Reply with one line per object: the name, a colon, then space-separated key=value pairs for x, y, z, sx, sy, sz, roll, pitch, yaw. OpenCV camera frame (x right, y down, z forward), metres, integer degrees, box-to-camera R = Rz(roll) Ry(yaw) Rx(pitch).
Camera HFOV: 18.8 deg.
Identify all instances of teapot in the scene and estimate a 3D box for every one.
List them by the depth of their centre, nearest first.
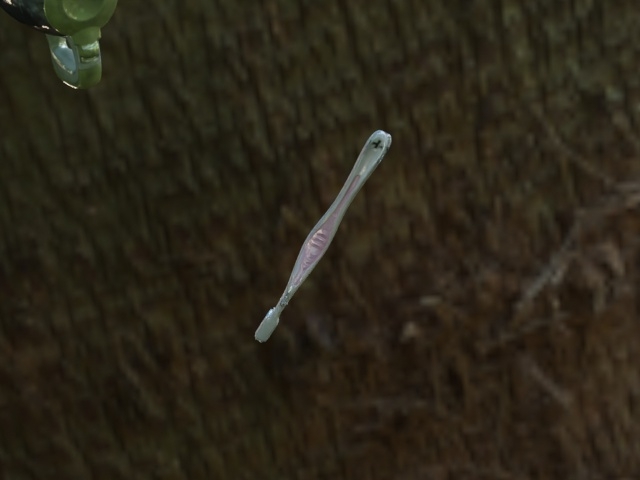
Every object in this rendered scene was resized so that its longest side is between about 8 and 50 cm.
teapot: x=-0.178 y=-0.176 z=1.396 sx=0.092 sy=0.124 sz=0.091 roll=-39 pitch=43 yaw=-3

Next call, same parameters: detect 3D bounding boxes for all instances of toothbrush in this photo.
toothbrush: x=0.000 y=0.000 z=1.431 sx=0.017 sy=0.204 sz=0.022 roll=25 pitch=31 yaw=-11
